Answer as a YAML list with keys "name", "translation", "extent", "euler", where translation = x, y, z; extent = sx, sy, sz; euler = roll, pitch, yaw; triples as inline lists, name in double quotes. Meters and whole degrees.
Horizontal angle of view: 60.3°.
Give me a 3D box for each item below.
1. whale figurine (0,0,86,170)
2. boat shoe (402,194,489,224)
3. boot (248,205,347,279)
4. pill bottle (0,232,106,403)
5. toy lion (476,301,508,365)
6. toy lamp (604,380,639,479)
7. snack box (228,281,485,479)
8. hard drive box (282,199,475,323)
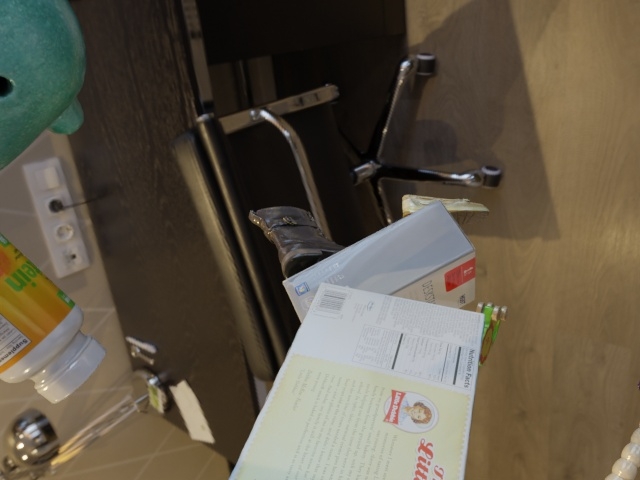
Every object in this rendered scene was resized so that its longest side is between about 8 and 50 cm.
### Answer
- name: "whale figurine"
  translation: [-0.307, -0.114, 0.476]
  extent: [0.141, 0.216, 0.272]
  euler: [42, 114, 35]
- name: "boat shoe"
  translation: [0.224, -0.059, 0.988]
  extent: [0.153, 0.048, 0.056]
  euler: [-1, 154, 4]
- name: "boot"
  translation: [0.000, 0.000, 1.131]
  extent: [0.091, 0.263, 0.229]
  euler: [-69, 28, 25]
- name: "pill bottle"
  translation: [-0.423, 0.108, 0.763]
  extent: [0.136, 0.136, 0.245]
  euler: [-18, 118, 47]
- name: "toy lion"
  translation: [0.256, 0.144, 0.849]
  extent: [0.034, 0.100, 0.096]
  euler: [13, 91, 30]
- name: "toy lamp"
  translation: [0.445, 0.282, 0.766]
  extent: [0.080, 0.274, 0.080]
  euler: [35, 168, 9]
- name: "snack box"
  translation: [0.040, 0.180, 0.510]
  extent: [0.187, 0.322, 0.060]
  euler: [10, 131, 16]
- name: "hard drive box"
  translation: [0.090, 0.070, 0.761]
  extent: [0.089, 0.232, 0.181]
  euler: [61, -179, 30]
